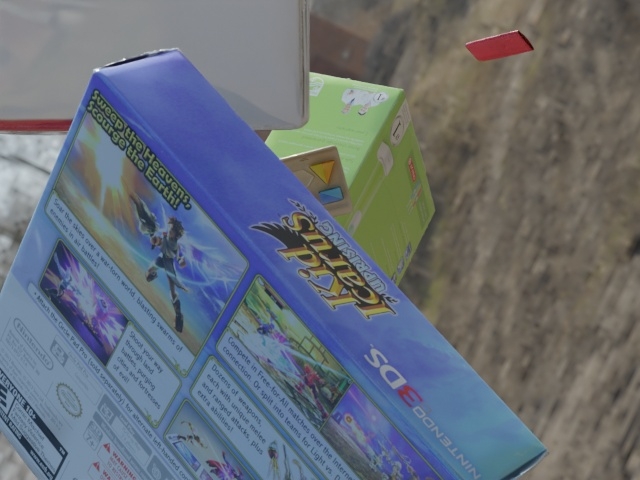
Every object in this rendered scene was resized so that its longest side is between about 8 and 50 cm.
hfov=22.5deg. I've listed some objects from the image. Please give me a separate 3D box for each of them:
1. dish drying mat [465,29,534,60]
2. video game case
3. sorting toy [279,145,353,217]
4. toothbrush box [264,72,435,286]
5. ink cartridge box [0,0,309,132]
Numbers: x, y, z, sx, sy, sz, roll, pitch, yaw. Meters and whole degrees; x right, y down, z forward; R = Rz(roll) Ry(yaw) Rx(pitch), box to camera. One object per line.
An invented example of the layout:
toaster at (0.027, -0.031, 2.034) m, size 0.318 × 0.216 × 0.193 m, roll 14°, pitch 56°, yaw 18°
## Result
dish drying mat at (0.202, -0.219, 1.815) m, size 0.083 × 0.032 × 0.008 m, roll -8°, pitch 44°, yaw 50°
video game case at (-0.049, 0.084, 0.793) m, size 0.061 × 0.269 × 0.244 m, roll -24°, pitch -26°, yaw -43°
sorting toy at (-0.020, -0.040, 1.332) m, size 0.012 × 0.083 × 0.062 m, roll -90°, pitch -15°, yaw -71°
toothbrush box at (0.000, 0.000, 1.677) m, size 0.283 × 0.122 × 0.206 m, roll -63°, pitch -28°, yaw -29°
ink cartridge box at (-0.132, -0.135, 1.098) m, size 0.306 × 0.226 × 0.131 m, roll -143°, pitch 52°, yaw -81°
